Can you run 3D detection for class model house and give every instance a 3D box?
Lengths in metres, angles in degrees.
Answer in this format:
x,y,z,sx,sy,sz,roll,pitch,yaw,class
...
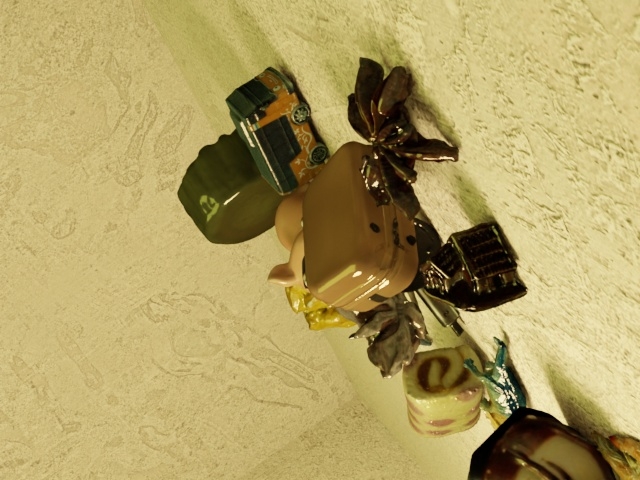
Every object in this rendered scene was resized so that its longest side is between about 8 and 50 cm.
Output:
x,y,z,sx,sy,sz,roll,pitch,yaw,class
0.249,0.040,1.561,0.152,0.165,0.106,69,-179,-47,model house

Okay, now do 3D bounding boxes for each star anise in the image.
x,y,z,sx,sy,sz,roll,pitch,yaw,class
0.148,0.151,2.034,0.316,0.139,0.359,38,-152,-36,star anise
0.122,-0.175,1.543,0.283,0.129,0.212,65,164,0,star anise

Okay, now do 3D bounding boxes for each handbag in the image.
x,y,z,sx,sy,sz,roll,pitch,yaw,class
0.052,-0.006,1.756,0.149,0.283,0.302,19,-132,-31,handbag

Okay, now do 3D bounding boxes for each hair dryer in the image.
x,y,z,sx,sy,sz,roll,pitch,yaw,class
0.230,0.069,1.976,0.284,0.156,0.320,35,-179,5,hair dryer

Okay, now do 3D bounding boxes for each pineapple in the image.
x,y,z,sx,sy,sz,roll,pitch,yaw,class
0.409,0.398,2.112,0.116,0.069,0.137,61,171,-28,pineapple

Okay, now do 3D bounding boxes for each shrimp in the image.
x,y,z,sx,sy,sz,roll,pitch,yaw,class
0.523,0.369,1.563,0.190,0.042,0.101,-143,42,-64,shrimp

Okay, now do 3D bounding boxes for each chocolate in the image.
x,y,z,sx,sy,sz,roll,pitch,yaw,class
0.436,0.461,1.694,0.186,0.283,0.283,4,128,59,chocolate

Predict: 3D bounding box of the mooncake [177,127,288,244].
x,y,z,sx,sy,sz,roll,pitch,yaw,class
-0.210,-0.155,2.528,0.194,0.356,0.356,54,170,19,mooncake

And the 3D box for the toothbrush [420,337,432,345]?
x,y,z,sx,sy,sz,roll,pitch,yaw,class
0.231,0.254,2.616,0.413,0.035,0.042,-158,70,-72,toothbrush

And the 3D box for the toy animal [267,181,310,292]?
x,y,z,sx,sy,sz,roll,pitch,yaw,class
0.000,0.000,2.227,0.237,0.269,0.326,17,-178,-33,toy animal

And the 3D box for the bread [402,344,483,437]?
x,y,z,sx,sy,sz,roll,pitch,yaw,class
0.292,0.366,2.179,0.338,0.187,0.155,75,-173,-63,bread

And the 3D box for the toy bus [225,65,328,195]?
x,y,z,sx,sy,sz,roll,pitch,yaw,class
-0.103,-0.260,2.211,0.138,0.167,0.275,47,165,47,toy bus

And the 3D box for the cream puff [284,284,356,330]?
x,y,z,sx,sy,sz,roll,pitch,yaw,class
0.011,0.092,2.497,0.291,0.257,0.324,47,175,33,cream puff

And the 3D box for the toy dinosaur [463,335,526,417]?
x,y,z,sx,sy,sz,roll,pitch,yaw,class
0.389,0.324,1.954,0.147,0.076,0.363,27,146,58,toy dinosaur
